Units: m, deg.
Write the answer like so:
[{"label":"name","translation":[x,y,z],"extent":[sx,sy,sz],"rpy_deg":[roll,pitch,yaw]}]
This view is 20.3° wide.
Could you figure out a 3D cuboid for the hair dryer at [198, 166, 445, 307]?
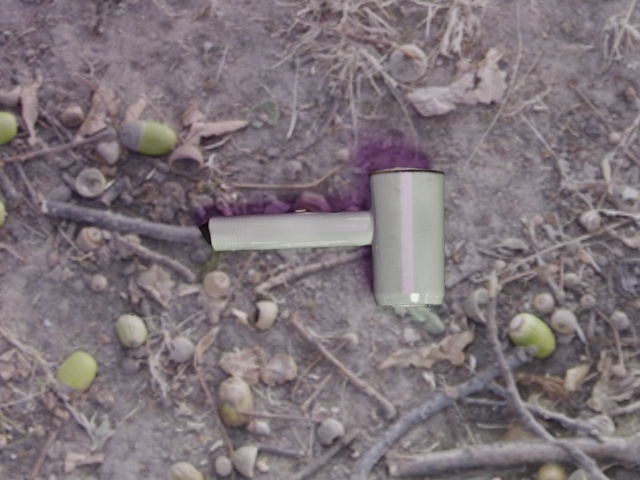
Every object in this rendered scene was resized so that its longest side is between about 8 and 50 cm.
[{"label":"hair dryer","translation":[0.000,0.000,1.699],"extent":[0.236,0.073,0.131],"rpy_deg":[-1,85,6]}]
